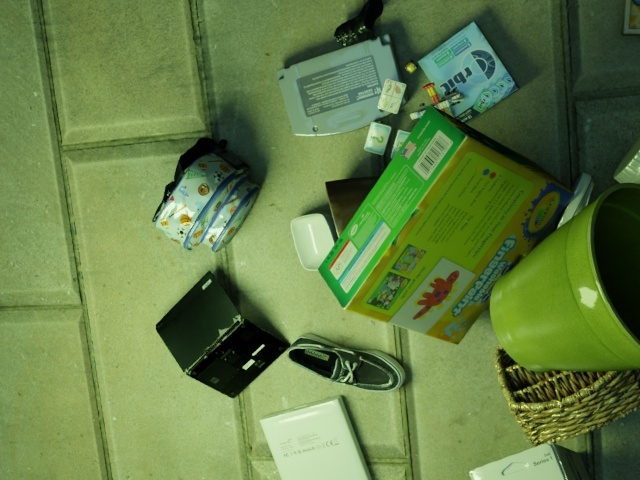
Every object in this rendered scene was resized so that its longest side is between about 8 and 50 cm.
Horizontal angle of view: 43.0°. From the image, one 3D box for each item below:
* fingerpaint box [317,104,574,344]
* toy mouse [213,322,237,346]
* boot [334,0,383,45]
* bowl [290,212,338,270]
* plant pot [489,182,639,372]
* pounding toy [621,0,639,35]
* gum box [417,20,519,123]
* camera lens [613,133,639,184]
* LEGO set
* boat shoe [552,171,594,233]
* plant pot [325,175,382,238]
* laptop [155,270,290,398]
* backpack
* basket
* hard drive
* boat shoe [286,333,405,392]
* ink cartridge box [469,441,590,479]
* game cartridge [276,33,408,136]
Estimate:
[{"bbox_3d":[0.272,-0.019,1.787,0.444,0.371,0.163,-57,38,18],"label":"fingerpaint box"},{"bbox_3d":[-0.278,0.214,2.167,0.161,0.031,0.143,31,107,9],"label":"toy mouse"},{"bbox_3d":[0.089,-0.515,1.910,0.099,0.121,0.045,-14,132,46],"label":"boot"},{"bbox_3d":[0.000,0.000,2.014,0.142,0.053,0.142,-10,97,49],"label":"bowl"},{"bbox_3d":[0.547,0.120,1.664,0.366,0.366,0.353,57,141,1],"label":"plant pot"},{"bbox_3d":[0.708,-0.475,1.712,0.130,0.100,0.141,4,101,16],"label":"pounding toy"},{"bbox_3d":[0.340,-0.381,1.870,0.157,0.041,0.184,-33,90,19],"label":"gum box"},{"bbox_3d":[0.786,-0.137,1.688,0.274,0.219,0.219,34,107,8],"label":"camera lens"},{"bbox_3d":[0.216,-0.285,1.872,0.183,0.060,0.244,17,121,1],"label":"LEGO set"},{"bbox_3d":[0.579,-0.028,1.845,0.084,0.095,0.258,18,115,9],"label":"boat shoe"},{"bbox_3d":[0.150,-0.066,1.916,0.231,0.215,0.215,-16,95,4],"label":"plant pot"},{"bbox_3d":[-0.260,0.254,2.147,0.264,0.136,0.234,35,111,-31],"label":"laptop"},{"bbox_3d":[-0.284,-0.090,1.992,0.213,0.263,0.276,31,106,9],"label":"backpack"},{"bbox_3d":[0.559,0.302,1.838,0.299,0.213,0.223,-28,92,19],"label":"basket"},{"bbox_3d":[0.006,0.604,2.145,0.233,0.047,0.352,-19,93,19],"label":"hard drive"},{"bbox_3d":[0.061,0.317,2.047,0.301,0.102,0.108,20,105,13],"label":"boat shoe"},{"bbox_3d":[0.491,0.560,1.863,0.201,0.278,0.117,-27,61,19],"label":"ink cartridge box"},{"bbox_3d":[0.054,-0.359,1.955,0.294,0.060,0.195,-14,92,19],"label":"game cartridge"}]
